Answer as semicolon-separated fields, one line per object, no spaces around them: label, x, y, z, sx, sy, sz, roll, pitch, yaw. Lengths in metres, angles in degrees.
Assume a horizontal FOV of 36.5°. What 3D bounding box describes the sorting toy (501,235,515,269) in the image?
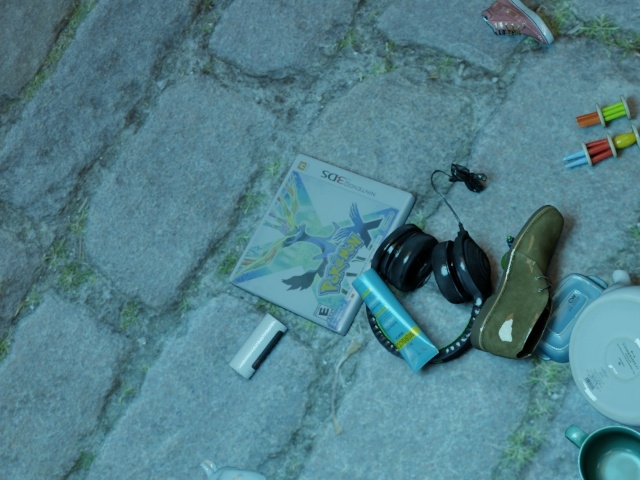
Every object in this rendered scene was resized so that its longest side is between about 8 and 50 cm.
sorting toy;0.385;0.014;1.878;0.102;0.042;0.061;-48;59;-2

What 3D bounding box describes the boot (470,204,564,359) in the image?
boot;0.396;0.080;1.790;0.115;0.112;0.305;17;77;46

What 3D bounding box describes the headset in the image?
headset;0.234;0.046;1.900;0.243;0.185;0.394;11;88;31

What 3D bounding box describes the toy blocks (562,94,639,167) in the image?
toy blocks;0.540;-0.209;1.904;0.148;0.054;0.123;-19;62;15

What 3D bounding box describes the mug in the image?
mug;0.501;0.374;1.638;0.129;0.097;0.157;-23;60;13

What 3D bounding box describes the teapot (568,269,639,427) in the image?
teapot;0.566;0.196;1.649;0.252;0.187;0.256;12;99;46

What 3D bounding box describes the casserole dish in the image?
casserole dish;0.459;0.138;1.797;0.114;0.037;0.188;38;85;31

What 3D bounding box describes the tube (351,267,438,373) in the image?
tube;0.139;0.148;1.832;0.207;0.052;0.080;53;138;14

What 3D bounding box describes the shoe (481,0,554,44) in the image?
shoe;0.417;-0.455;2.063;0.081;0.063;0.178;-38;53;5

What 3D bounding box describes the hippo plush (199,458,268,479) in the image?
hippo plush;-0.165;0.553;1.814;0.294;0.234;0.236;-29;26;58

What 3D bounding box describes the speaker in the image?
speaker;-0.129;0.218;1.999;0.055;0.055;0.136;34;83;31

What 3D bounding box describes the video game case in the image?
video game case;0.000;0.000;2.051;0.300;0.036;0.329;22;78;29
